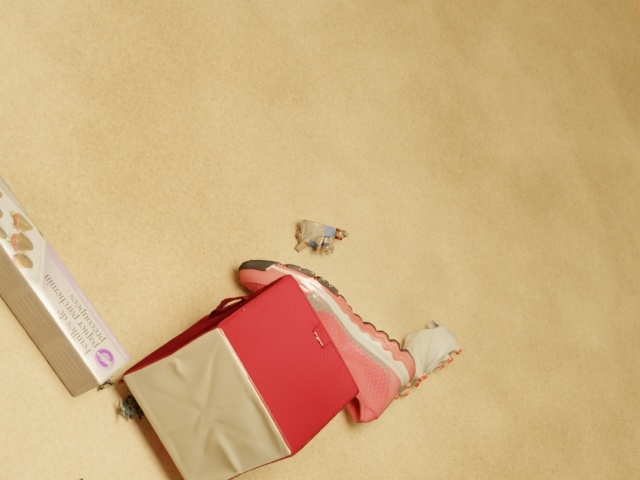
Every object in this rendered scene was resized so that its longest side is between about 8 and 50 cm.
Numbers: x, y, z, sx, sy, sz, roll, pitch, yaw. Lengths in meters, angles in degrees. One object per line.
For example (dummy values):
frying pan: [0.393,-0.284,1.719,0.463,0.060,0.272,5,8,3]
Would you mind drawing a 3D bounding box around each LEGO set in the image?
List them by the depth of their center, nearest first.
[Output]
LEGO set: [-0.249,0.205,1.594,0.083,0.023,0.054,49,40,4]

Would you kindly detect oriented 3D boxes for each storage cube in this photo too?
storage cube: [-0.098,0.187,1.604,0.215,0.183,0.193,61,33,-3]

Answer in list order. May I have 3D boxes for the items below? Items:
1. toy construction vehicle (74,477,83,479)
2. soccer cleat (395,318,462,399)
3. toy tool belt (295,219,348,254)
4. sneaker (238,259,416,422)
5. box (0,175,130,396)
toy construction vehicle: [-0.300,0.332,1.471,0.098,0.035,0.086,-21,96,-45]
soccer cleat: [0.148,0.188,1.966,0.076,0.068,0.196,49,41,12]
toy tool belt: [0.000,0.000,1.927,0.083,0.052,0.051,15,91,-36]
sneaker: [-0.004,0.149,1.796,0.314,0.116,0.136,39,69,-14]
box: [-0.361,0.041,1.531,0.324,0.067,0.063,55,43,-7]
